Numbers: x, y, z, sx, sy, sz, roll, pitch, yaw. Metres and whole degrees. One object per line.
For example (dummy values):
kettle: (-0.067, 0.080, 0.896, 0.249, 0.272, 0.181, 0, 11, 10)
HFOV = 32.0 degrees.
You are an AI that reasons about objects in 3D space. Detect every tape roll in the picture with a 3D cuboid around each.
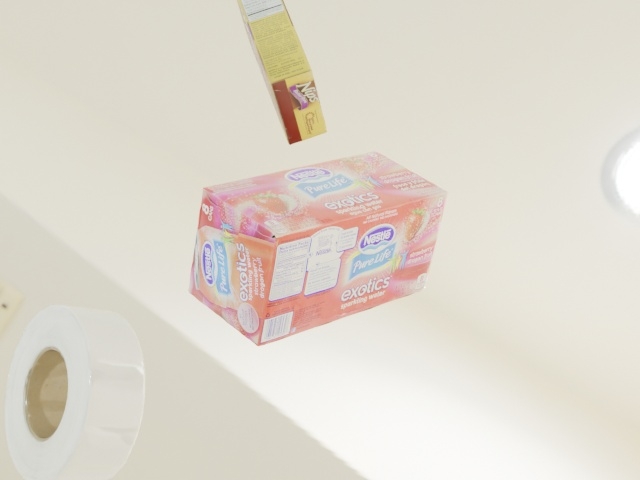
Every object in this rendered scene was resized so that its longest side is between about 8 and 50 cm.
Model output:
tape roll: (-0.393, 0.245, 1.771, 0.100, 0.286, 0.286, 11, -38, -39)

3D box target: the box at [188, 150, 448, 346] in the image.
box: (0.000, 0.000, 1.393, 0.142, 0.300, 0.154, 34, -55, 37)

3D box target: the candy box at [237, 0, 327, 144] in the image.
candy box: (-0.049, -0.216, 1.301, 0.053, 0.186, 0.109, -18, -36, -1)
